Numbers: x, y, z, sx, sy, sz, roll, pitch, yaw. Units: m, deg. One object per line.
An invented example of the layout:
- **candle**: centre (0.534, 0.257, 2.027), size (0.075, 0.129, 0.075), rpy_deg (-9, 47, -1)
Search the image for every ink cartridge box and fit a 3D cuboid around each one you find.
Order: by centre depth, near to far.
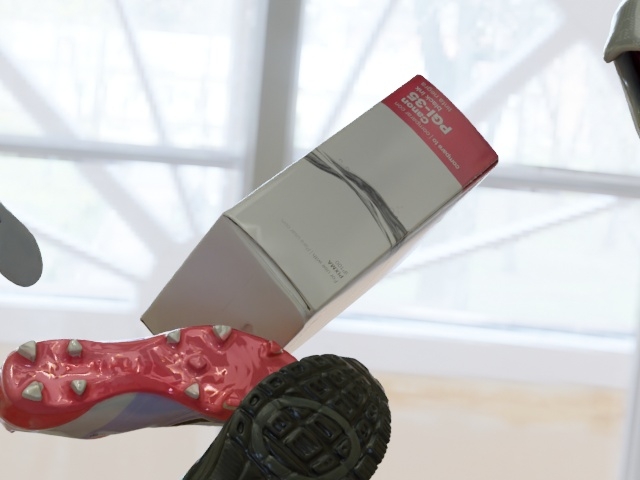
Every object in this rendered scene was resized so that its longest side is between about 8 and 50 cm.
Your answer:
- **ink cartridge box**: centre (0.000, 0.000, 1.446), size (0.283, 0.117, 0.207), rpy_deg (-37, -7, -40)

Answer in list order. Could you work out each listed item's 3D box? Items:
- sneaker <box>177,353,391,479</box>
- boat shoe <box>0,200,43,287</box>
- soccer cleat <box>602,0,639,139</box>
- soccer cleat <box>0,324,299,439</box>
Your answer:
- **sneaker**: centre (-0.066, 0.186, 1.160), size (0.286, 0.109, 0.130), rpy_deg (-40, 3, -29)
- **boat shoe**: centre (-0.237, -0.009, 1.168), size (0.035, 0.100, 0.035), rpy_deg (-42, 20, -14)
- **soccer cleat**: centre (0.361, -0.080, 1.510), size (0.116, 0.331, 0.143), rpy_deg (-24, 18, 39)
- **soccer cleat**: centre (-0.133, 0.117, 1.274), size (0.248, 0.083, 0.095), rpy_deg (1, -28, -19)
